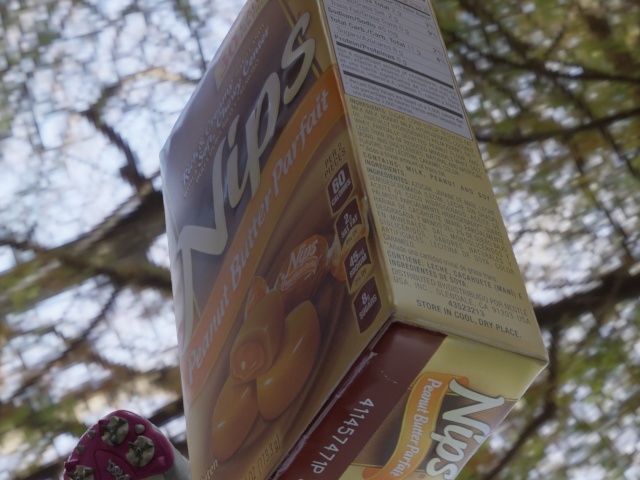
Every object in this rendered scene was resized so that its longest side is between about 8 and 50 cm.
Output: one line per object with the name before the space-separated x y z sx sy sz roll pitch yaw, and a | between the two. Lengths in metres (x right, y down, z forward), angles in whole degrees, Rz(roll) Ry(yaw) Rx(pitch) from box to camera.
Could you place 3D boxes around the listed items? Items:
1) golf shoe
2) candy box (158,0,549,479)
golf shoe | -0.086 0.260 1.343 0.115 0.140 0.306 -45 -128 0
candy box | 0.000 0.000 0.830 0.183 0.087 0.316 -55 -150 32
